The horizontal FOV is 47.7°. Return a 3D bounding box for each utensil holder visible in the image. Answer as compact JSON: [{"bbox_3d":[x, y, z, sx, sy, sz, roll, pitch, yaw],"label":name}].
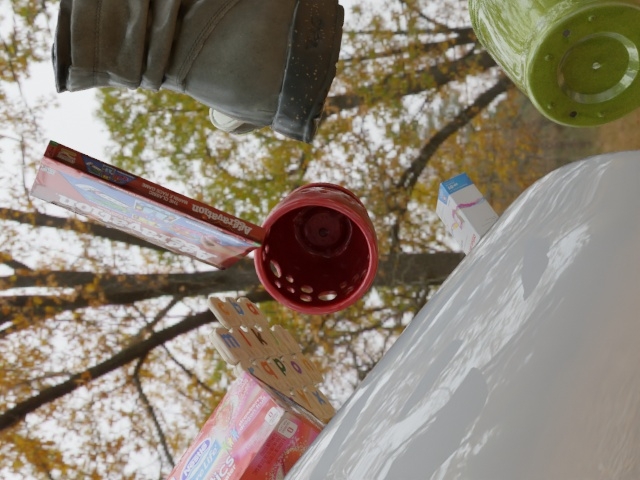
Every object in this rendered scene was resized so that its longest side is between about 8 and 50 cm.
[{"bbox_3d":[0.170,0.158,0.464,0.385,0.328,0.327,-45,-49,-40],"label":"utensil holder"}]

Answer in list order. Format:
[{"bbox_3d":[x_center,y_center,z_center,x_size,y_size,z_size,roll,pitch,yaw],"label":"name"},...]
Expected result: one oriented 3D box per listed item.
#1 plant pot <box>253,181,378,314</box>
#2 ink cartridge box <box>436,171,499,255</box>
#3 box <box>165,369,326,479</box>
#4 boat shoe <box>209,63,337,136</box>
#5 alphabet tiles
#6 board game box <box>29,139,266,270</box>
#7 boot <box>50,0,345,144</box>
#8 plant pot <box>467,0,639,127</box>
[{"bbox_3d":[0.000,0.000,1.165,0.174,0.191,0.191,-73,-25,-69],"label":"plant pot"},{"bbox_3d":[0.247,-0.036,1.201,0.122,0.052,0.088,58,166,30],"label":"ink cartridge box"},{"bbox_3d":[-0.109,0.342,0.920,0.142,0.154,0.300,39,-98,-28],"label":"box"},{"bbox_3d":[-0.096,-0.324,1.600,0.109,0.305,0.091,69,-168,16],"label":"boat shoe"},{"bbox_3d":[-0.088,0.210,1.273,0.278,0.021,0.284,50,-167,18],"label":"alphabet tiles"},{"bbox_3d":[-0.225,-0.036,0.937,0.281,0.145,0.027,23,-114,-20],"label":"board game box"},{"bbox_3d":[-0.065,-0.169,0.447,0.083,0.161,0.246,112,169,-48],"label":"boot"},{"bbox_3d":[0.474,-0.397,1.345,0.353,0.367,0.366,-83,-21,-50],"label":"plant pot"}]
